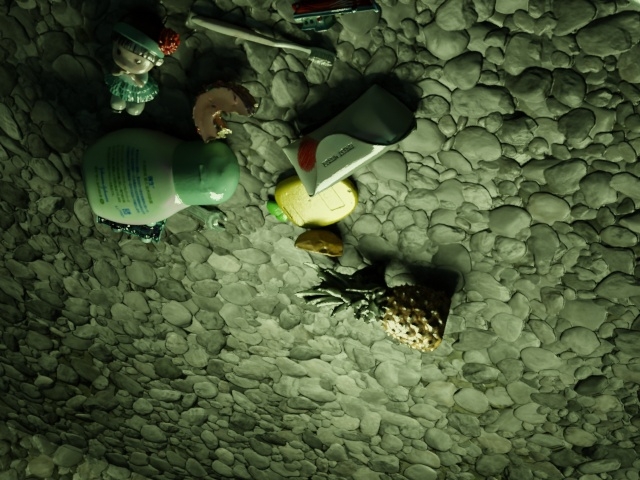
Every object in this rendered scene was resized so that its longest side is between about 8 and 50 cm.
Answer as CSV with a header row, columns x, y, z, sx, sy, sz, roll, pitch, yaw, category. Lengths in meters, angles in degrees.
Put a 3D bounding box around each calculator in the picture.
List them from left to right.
x,y,z,sx,sy,sz,roll,pitch,yaw,category
-0.022,-0.090,2.213,0.235,0.032,0.146,-18,123,33,calculator

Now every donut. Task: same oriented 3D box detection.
x,y,z,sx,sy,sz,roll,pitch,yaw,category
-0.211,-0.284,2.068,0.166,0.065,0.117,-29,97,34,donut

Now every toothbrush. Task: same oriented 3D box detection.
x,y,z,sx,sy,sz,roll,pitch,yaw,category
-0.116,-0.401,1.954,0.307,0.029,0.025,17,143,6,toothbrush

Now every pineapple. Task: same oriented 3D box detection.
x,y,z,sx,sy,sz,roll,pitch,yaw,category
0.124,0.135,2.284,0.364,0.165,0.165,21,136,5,pineapple

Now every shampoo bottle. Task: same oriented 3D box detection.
x,y,z,sx,sy,sz,roll,pitch,yaw,category
-0.349,-0.148,2.191,0.349,0.151,0.222,-2,104,18,shampoo bottle

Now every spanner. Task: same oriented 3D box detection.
x,y,z,sx,sy,sz,roll,pitch,yaw,category
-0.358,-0.104,2.342,0.302,0.017,0.071,28,135,-7,spanner

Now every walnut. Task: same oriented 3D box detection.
x,y,z,sx,sy,sz,roll,pitch,yaw,category
0.000,0.000,2.262,0.121,0.091,0.052,9,99,-20,walnut

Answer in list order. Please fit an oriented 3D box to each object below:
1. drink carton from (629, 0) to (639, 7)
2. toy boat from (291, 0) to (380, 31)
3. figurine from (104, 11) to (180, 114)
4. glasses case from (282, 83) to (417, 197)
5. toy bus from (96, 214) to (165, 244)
x,y,z,sx,sy,sz,roll,pitch,yaw,category
0.524,-0.461,1.560,0.189,0.185,0.191,35,137,3,drink carton
0.028,-0.433,1.837,0.173,0.069,0.059,-5,115,26,toy boat
-0.377,-0.366,2.040,0.138,0.110,0.245,17,140,-8,figurine
0.048,-0.201,2.030,0.308,0.083,0.128,-31,107,33,glasses case
-0.452,-0.064,2.362,0.160,0.092,0.079,19,134,-5,toy bus
